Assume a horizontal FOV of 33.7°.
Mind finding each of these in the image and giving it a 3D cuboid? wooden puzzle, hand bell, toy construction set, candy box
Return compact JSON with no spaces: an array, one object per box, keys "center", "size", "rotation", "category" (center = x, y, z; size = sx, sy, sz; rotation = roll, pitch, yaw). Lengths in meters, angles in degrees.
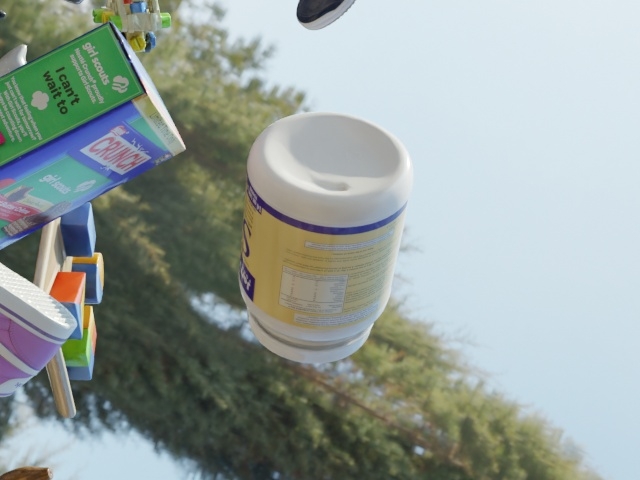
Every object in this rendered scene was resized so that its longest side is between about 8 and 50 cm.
[{"center":[-0.414,0.074,1.763],"size":[0.322,0.080,0.348],"rotation":[97,-11,-54],"category":"wooden puzzle"},{"center":[-0.527,0.385,1.630],"size":[0.242,0.126,0.126],"rotation":[-16,-138,9],"category":"hand bell"},{"center":[-0.385,-0.488,2.122],"size":[0.328,0.151,0.215],"rotation":[-123,-150,-69],"category":"toy construction set"},{"center":[-0.355,-0.124,1.374],"size":[0.317,0.122,0.268],"rotation":[-29,170,-2],"category":"candy box"}]

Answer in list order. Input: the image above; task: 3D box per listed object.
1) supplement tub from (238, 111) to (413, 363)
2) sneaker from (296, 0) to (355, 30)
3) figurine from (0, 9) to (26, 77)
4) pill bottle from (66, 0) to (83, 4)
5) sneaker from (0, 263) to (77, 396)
[{"center":[0.000,0.000,1.595],"size":[0.241,0.241,0.331],"rotation":[-98,-168,-48],"category":"supplement tub"},{"center":[0.023,-0.466,1.628],"size":[0.282,0.153,0.099],"rotation":[-50,-129,15],"category":"sneaker"},{"center":[-0.646,-0.338,1.928],"size":[0.209,0.215,0.092],"rotation":[-30,179,-12],"category":"figurine"},{"center":[-0.392,-0.392,1.296],"size":[0.130,0.245,0.130],"rotation":[-49,-149,45],"category":"pill bottle"},{"center":[-0.439,0.076,1.209],"size":[0.161,0.282,0.102],"rotation":[-47,-163,7],"category":"sneaker"}]
